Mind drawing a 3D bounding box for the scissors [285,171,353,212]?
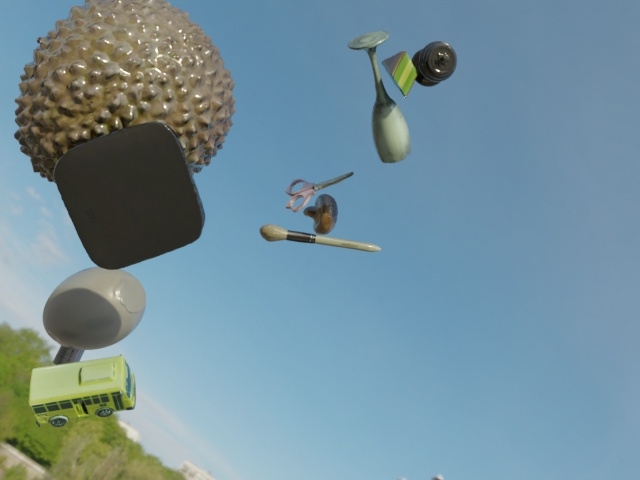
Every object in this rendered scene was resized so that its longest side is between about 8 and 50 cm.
[{"bbox_3d":[-0.003,-0.146,1.576,0.212,0.110,0.021,-18,-35,19],"label":"scissors"}]

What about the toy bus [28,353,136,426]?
[{"bbox_3d":[-0.439,0.277,1.070,0.174,0.088,0.101,-7,-45,-13],"label":"toy bus"}]

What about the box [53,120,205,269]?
[{"bbox_3d":[-0.290,-0.066,0.891,0.042,0.201,0.213,-115,-172,-60],"label":"box"}]

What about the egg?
[{"bbox_3d":[-0.497,0.150,1.254,0.231,0.176,0.176,-18,-50,11],"label":"egg"}]

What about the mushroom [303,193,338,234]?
[{"bbox_3d":[0.010,-0.075,1.666,0.109,0.126,0.085,-15,-26,42],"label":"mushroom"}]

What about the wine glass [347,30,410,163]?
[{"bbox_3d":[0.193,-0.392,1.457,0.096,0.264,0.310,6,-48,34],"label":"wine glass"}]

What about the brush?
[{"bbox_3d":[0.000,0.000,1.391,0.299,0.039,0.042,9,-49,-8],"label":"brush"}]

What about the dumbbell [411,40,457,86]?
[{"bbox_3d":[0.284,-0.444,1.454,0.099,0.099,0.208,39,2,-9],"label":"dumbbell"}]

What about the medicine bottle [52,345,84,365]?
[{"bbox_3d":[-0.601,0.271,1.385,0.057,0.199,0.058,20,-15,6],"label":"medicine bottle"}]

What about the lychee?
[{"bbox_3d":[-0.362,-0.261,1.100,0.380,0.432,0.381,27,-37,23],"label":"lychee"}]

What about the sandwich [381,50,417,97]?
[{"bbox_3d":[0.176,-0.388,1.389,0.074,0.117,0.074,-13,-52,40],"label":"sandwich"}]
